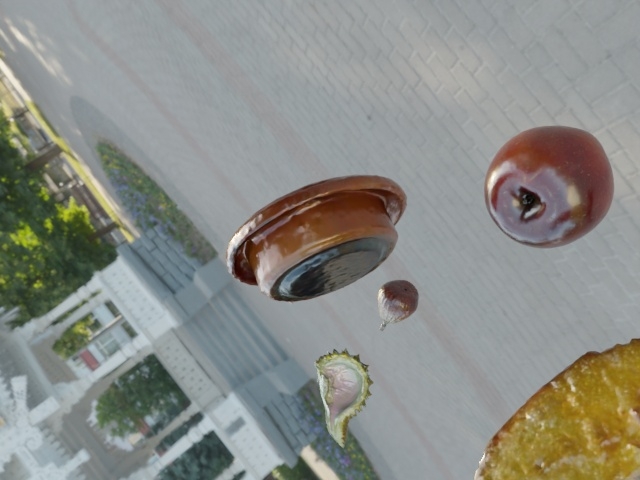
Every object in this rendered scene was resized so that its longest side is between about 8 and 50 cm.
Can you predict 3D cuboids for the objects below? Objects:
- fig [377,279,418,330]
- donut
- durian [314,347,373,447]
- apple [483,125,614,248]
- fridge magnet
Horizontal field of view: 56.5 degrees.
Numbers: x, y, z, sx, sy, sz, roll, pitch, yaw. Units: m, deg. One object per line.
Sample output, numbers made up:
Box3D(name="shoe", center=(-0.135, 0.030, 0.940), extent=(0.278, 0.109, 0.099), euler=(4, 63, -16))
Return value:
Box3D(name="fig", center=(0.206, 0.183, 1.598), extent=(0.119, 0.119, 0.152), euler=(17, 102, 61))
Box3D(name="donut", center=(0.370, 0.348, 0.694), extent=(0.378, 0.434, 0.163), euler=(-15, 138, 34))
Box3D(name="durian", center=(0.054, 0.369, 1.392), extent=(0.078, 0.141, 0.224), euler=(71, -160, -66))
Box3D(name="apple", center=(0.410, -0.098, 1.076), extent=(0.218, 0.201, 0.218), euler=(33, 134, 42))
Box3D(name="fridge magnet", center=(0.000, 0.000, 1.128), extent=(0.363, 0.364, 0.155), euler=(96, 154, -66))
